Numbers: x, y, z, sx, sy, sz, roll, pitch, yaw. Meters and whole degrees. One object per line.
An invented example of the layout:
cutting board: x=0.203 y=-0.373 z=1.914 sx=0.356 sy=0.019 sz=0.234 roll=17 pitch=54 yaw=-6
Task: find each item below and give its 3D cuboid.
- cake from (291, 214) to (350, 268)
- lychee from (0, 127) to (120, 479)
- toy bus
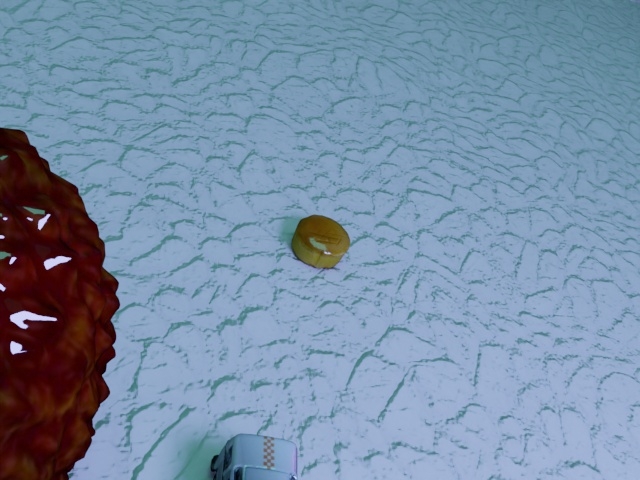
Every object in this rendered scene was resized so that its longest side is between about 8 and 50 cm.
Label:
cake: x=0.000 y=0.000 z=1.043 sx=0.084 sy=0.044 sz=0.084 roll=14 pitch=43 yaw=-14
lychee: x=-0.347 y=0.081 z=0.522 sx=0.500 sy=0.424 sz=0.425 roll=40 pitch=17 yaw=-52
toy bus: x=-0.062 y=0.276 z=0.675 sx=0.087 sy=0.089 sz=0.194 roll=13 pitch=42 yaw=-13
